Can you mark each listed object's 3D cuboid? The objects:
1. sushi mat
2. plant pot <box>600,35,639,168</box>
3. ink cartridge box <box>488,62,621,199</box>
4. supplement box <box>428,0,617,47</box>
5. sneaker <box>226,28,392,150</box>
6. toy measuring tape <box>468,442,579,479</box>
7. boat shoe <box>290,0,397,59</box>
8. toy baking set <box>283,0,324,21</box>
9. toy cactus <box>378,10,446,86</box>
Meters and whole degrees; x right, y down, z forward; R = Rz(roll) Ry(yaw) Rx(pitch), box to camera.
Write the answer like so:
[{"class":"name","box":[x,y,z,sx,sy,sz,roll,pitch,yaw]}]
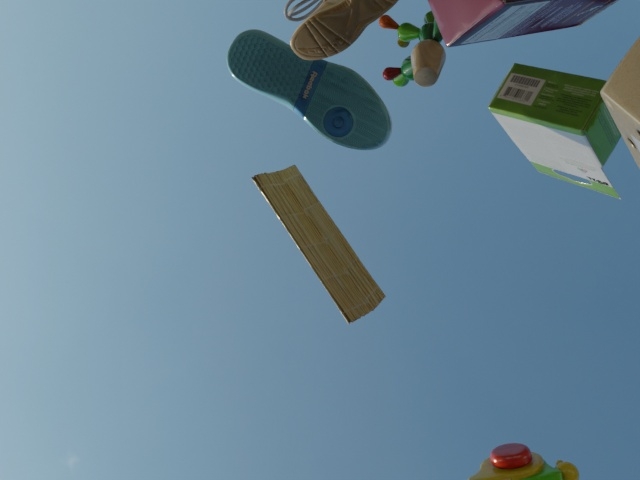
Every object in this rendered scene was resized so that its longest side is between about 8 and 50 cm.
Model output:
[{"class":"sushi mat","box":[0.000,0.000,1.252,0.019,0.151,0.316,-38,-98,29]},{"class":"plant pot","box":[0.216,-0.067,0.356,0.096,0.109,0.109,-37,-144,13]},{"class":"ink cartridge box","box":[0.442,-0.192,1.231,0.189,0.255,0.097,28,-94,43]},{"class":"supplement box","box":[0.186,-0.248,0.620,0.188,0.081,0.104,-18,-95,-30]},{"class":"sneaker","box":[-0.001,-0.276,1.264,0.319,0.208,0.127,34,-76,3]},{"class":"toy measuring tape","box":[0.271,0.419,1.179,0.330,0.121,0.121,-13,-125,8]},{"class":"boat shoe","box":[0.034,-0.292,0.879,0.170,0.063,0.059,-26,-145,30]},{"class":"toy baking set","box":[0.047,-0.406,1.104,0.256,0.196,0.030,-5,-113,-51]},{"class":"toy cactus","box":[0.154,-0.296,1.004,0.112,0.219,0.180,31,-136,-18]}]
